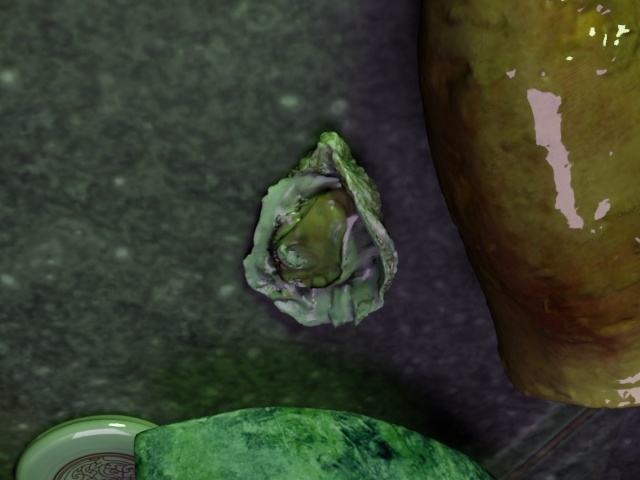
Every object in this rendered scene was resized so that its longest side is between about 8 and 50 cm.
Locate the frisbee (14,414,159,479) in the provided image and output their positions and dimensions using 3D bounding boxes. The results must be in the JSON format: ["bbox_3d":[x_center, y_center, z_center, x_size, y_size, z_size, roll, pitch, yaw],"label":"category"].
[{"bbox_3d":[-0.135,0.150,0.659,0.110,0.014,0.110,-5,128,-6],"label":"frisbee"}]

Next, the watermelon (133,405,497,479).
[{"bbox_3d":[0.009,0.231,0.611,0.318,0.148,0.226,32,122,-26],"label":"watermelon"}]

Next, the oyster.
[{"bbox_3d":[-0.001,0.000,0.557,0.100,0.037,0.098,-26,111,37],"label":"oyster"}]

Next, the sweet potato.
[{"bbox_3d":[0.102,-0.057,0.460,0.131,0.131,0.336,-20,129,7],"label":"sweet potato"}]
